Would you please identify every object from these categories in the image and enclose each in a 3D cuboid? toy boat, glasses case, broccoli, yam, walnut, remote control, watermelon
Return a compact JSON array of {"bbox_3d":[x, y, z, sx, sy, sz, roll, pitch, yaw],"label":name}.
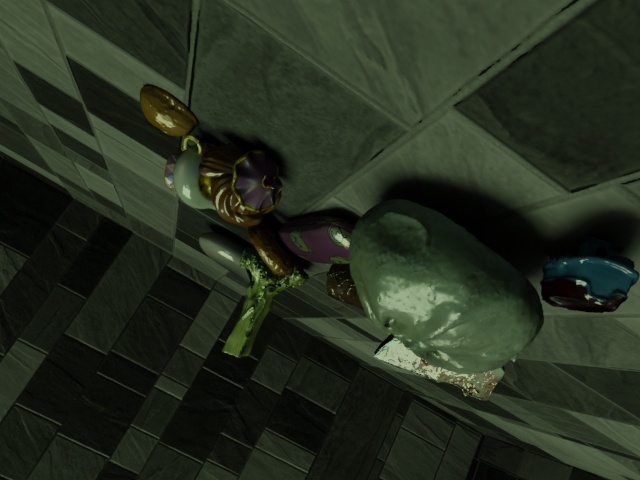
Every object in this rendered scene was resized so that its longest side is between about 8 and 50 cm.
[{"bbox_3d":[0.347,0.042,0.617,0.100,0.097,0.223,19,177,18],"label":"toy boat"},{"bbox_3d":[0.000,0.000,1.054,0.123,0.075,0.316,39,162,-21],"label":"glasses case"},{"bbox_3d":[-0.186,0.186,1.452,0.221,0.361,0.252,24,-159,-7],"label":"broccoli"},{"bbox_3d":[0.141,0.114,1.093,0.280,0.131,0.131,15,158,37],"label":"yam"},{"bbox_3d":[-0.295,-0.237,0.884,0.121,0.052,0.091,32,160,-19],"label":"walnut"},{"bbox_3d":[-0.290,0.073,1.673,0.332,0.103,0.221,39,166,-29],"label":"remote control"},{"bbox_3d":[0.302,0.279,1.194,0.305,0.180,0.224,17,167,12],"label":"watermelon"}]

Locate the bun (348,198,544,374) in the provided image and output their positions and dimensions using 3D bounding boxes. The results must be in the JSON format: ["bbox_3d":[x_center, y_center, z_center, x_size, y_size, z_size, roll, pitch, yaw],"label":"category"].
[{"bbox_3d":[0.174,0.084,0.757,0.354,0.194,0.354,37,174,4],"label":"bun"}]

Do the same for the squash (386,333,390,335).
[{"bbox_3d":[0.303,0.322,1.557,0.252,0.048,0.252,26,163,8],"label":"squash"}]

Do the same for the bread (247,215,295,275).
[{"bbox_3d":[-0.127,0.006,1.190,0.193,0.064,0.193,56,-175,-8],"label":"bread"}]

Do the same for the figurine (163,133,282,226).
[{"bbox_3d":[-0.186,-0.116,0.913,0.264,0.142,0.189,17,146,33],"label":"figurine"}]
